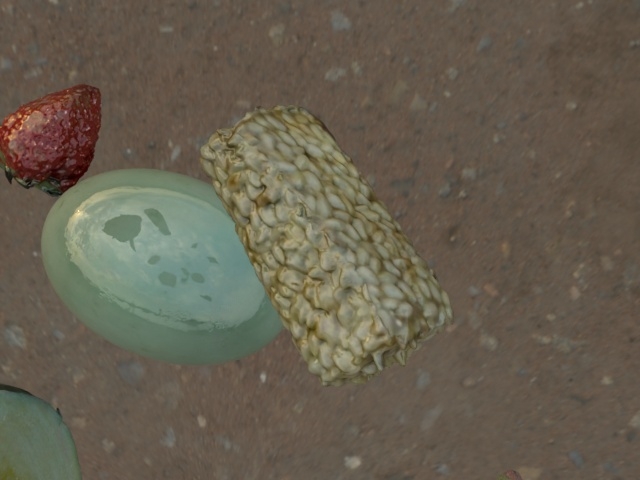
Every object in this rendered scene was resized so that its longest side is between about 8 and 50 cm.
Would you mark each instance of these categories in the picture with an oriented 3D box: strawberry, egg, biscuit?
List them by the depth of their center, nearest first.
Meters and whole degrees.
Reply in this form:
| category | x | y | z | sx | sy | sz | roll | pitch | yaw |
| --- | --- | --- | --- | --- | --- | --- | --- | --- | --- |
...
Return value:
| category | x | y | z | sx | sy | sz | roll | pitch | yaw |
| --- | --- | --- | --- | --- | --- | --- | --- | --- | --- |
| biscuit | 0.000 | 0.000 | 0.592 | 0.070 | 0.082 | 0.168 | -40 | 75 | 28 |
| strawberry | -0.342 | -0.133 | 1.341 | 0.131 | 0.131 | 0.148 | 16 | 92 | 0 |
| egg | -0.225 | 0.039 | 1.581 | 0.389 | 0.276 | 0.276 | 23 | 73 | 0 |

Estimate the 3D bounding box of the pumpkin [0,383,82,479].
| category | x | y | z | sx | sy | sz | roll | pitch | yaw |
| --- | --- | --- | --- | --- | --- | --- | --- | --- | --- |
| pumpkin | -0.283 | 0.196 | 0.565 | 0.197 | 0.263 | 0.293 | 12 | 69 | 17 |

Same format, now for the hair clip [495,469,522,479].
| category | x | y | z | sx | sy | sz | roll | pitch | yaw |
| --- | --- | --- | --- | --- | --- | --- | --- | --- | --- |
| hair clip | 0.041 | 0.149 | 0.409 | 0.022 | 0.054 | 0.137 | 37 | 88 | 4 |
